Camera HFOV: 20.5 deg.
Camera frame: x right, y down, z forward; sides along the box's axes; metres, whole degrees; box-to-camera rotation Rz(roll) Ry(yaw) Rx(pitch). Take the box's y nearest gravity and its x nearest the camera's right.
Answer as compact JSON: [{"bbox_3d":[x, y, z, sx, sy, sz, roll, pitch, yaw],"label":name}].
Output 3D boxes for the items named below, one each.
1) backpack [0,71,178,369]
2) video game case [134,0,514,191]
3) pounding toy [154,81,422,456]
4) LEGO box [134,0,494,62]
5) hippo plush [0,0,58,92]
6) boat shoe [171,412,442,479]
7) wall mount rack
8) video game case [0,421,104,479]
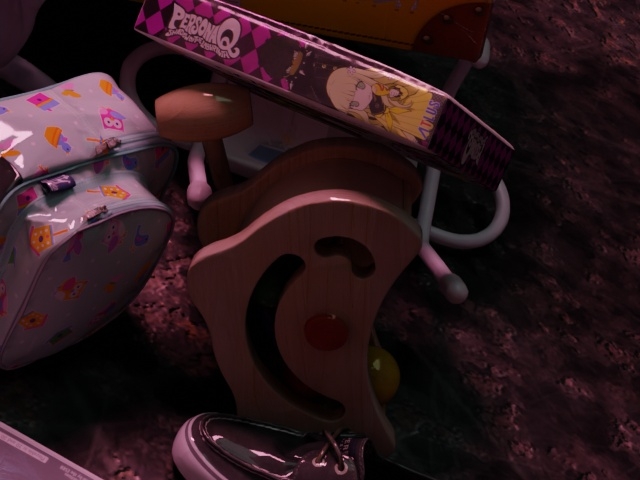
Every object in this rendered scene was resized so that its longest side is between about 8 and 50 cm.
[{"bbox_3d":[-0.178,-0.018,1.160,0.144,0.166,0.188,38,38,12],"label":"backpack"},{"bbox_3d":[0.011,-0.100,1.191,0.210,0.042,0.232,24,2,16],"label":"video game case"},{"bbox_3d":[0.000,0.000,1.182,0.154,0.269,0.155,-11,34,11],"label":"pounding toy"},{"bbox_3d":[-0.080,-0.368,1.433,0.500,0.193,0.372,10,45,1],"label":"LEGO box"},{"bbox_3d":[-0.308,-0.159,1.231,0.234,0.294,0.236,28,54,0],"label":"hippo plush"},{"bbox_3d":[0.019,0.158,1.139,0.228,0.076,0.080,28,33,1],"label":"boat shoe"},{"bbox_3d":[0.009,-0.073,1.408,0.350,0.130,0.304,19,50,-10],"label":"wall mount rack"},{"bbox_3d":[-0.236,0.149,1.020,0.190,0.022,0.173,29,33,3],"label":"video game case"}]
